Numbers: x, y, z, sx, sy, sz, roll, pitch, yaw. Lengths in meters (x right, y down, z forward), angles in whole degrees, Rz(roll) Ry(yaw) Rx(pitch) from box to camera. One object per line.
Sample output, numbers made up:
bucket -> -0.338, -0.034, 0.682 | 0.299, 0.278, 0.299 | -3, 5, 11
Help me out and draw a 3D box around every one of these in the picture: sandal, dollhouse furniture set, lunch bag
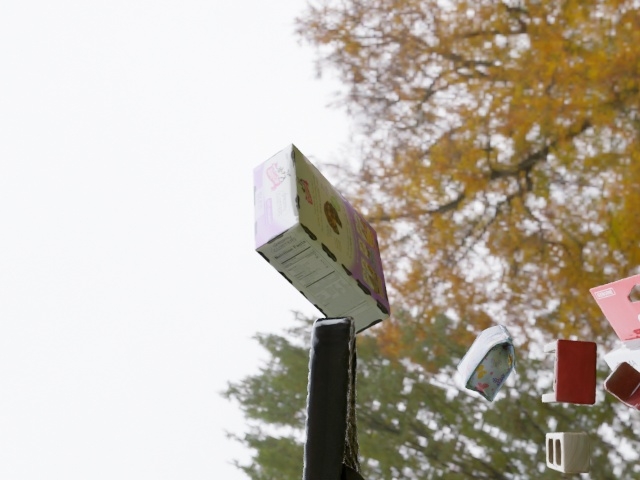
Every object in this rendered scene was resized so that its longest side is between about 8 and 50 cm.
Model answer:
sandal -> 0.040, 0.288, 0.848 | 0.167, 0.107, 0.446 | 72, -162, -71
dollhouse furniture set -> 0.460, 0.347, 1.408 | 0.152, 0.201, 0.374 | 84, -170, -79
lunch bag -> 0.218, 0.152, 1.143 | 0.053, 0.071, 0.083 | 28, -80, -5

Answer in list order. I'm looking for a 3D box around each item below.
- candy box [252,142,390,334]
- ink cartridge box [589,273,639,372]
candy box -> 0.000, 0.000, 1.140 | 0.196, 0.070, 0.165 | 45, -156, -33
ink cartridge box -> 0.634, 0.191, 1.681 | 0.066, 0.296, 0.261 | -32, -92, -21
